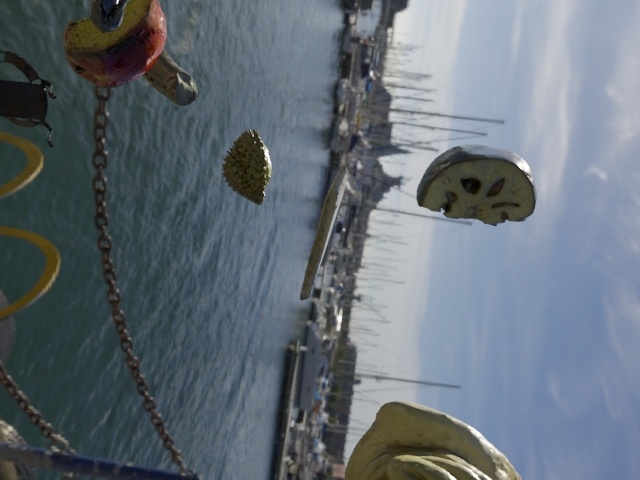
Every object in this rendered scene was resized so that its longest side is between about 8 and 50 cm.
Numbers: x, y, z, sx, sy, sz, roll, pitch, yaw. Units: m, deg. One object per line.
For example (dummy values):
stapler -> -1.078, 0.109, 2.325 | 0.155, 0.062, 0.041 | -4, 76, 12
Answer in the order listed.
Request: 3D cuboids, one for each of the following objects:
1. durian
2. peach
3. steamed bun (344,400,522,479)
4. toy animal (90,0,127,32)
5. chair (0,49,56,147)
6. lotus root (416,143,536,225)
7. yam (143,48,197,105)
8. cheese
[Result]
durian -> -0.173, -0.180, 1.277 | 0.208, 0.102, 0.146 | -116, -145, -46
peach -> -0.313, -0.309, 0.903 | 0.172, 0.127, 0.092 | -42, 149, -16
steamed bun -> 0.145, 0.419, 0.829 | 0.372, 0.325, 0.230 | -61, 140, -39
toy animal -> -0.263, -0.312, 0.721 | 0.065, 0.047, 0.135 | -59, -146, 37
chair -> -0.681, -0.315, 1.277 | 0.213, 0.149, 0.174 | 56, -42, 43
lotus root -> 0.308, -0.111, 1.119 | 0.119, 0.235, 0.138 | -58, 152, -71
yam -> -0.327, -0.349, 1.096 | 0.071, 0.317, 0.067 | 15, 115, -51
cheese -> 0.002, 0.002, 1.284 | 0.400, 0.034, 0.085 | 106, 1, -50
